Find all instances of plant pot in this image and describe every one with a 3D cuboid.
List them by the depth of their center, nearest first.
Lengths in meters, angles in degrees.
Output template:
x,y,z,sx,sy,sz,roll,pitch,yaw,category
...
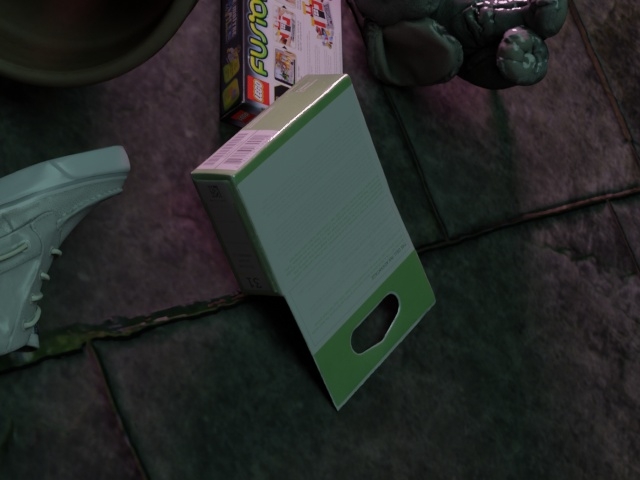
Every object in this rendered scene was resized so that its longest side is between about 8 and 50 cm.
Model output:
x,y,z,sx,sy,sz,roll,pitch,yaw,category
-0.183,-0.283,1.366,0.263,0.263,0.229,46,29,-12,plant pot

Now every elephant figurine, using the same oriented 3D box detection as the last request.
x,y,z,sx,sy,sz,roll,pitch,yaw,category
0.098,-0.229,1.631,0.239,0.186,0.169,10,22,-9,elephant figurine

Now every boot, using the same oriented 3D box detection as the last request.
x,y,z,sx,sy,sz,roll,pitch,yaw,category
-0.229,0.022,1.268,0.258,0.095,0.123,-25,91,-36,boot

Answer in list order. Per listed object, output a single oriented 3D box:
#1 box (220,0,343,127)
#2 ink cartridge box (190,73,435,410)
x,y,z,sx,sy,sz,roll,pitch,yaw,category
-0.034,-0.188,1.567,0.114,0.036,0.207,18,58,-33,box
0.000,0.000,1.483,0.171,0.056,0.235,-44,124,-39,ink cartridge box
